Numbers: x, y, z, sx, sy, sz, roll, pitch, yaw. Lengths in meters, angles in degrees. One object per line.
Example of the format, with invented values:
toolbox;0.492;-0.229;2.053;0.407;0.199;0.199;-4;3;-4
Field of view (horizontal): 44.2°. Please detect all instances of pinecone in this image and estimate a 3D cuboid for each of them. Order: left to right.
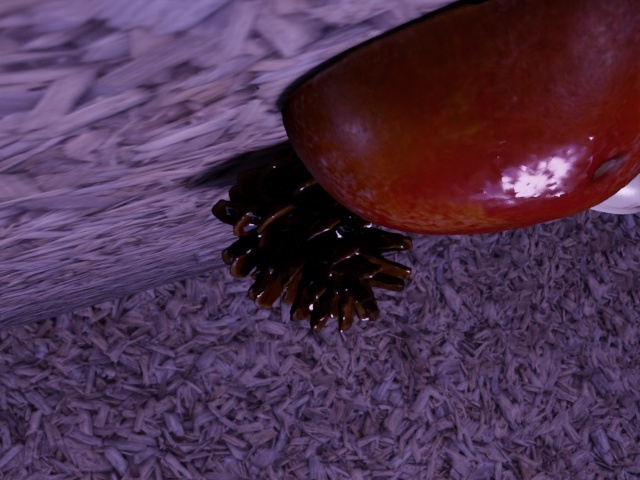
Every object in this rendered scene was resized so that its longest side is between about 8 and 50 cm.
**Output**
pinecone;0.000;0.000;0.797;0.208;0.208;0.208;-17;177;-1

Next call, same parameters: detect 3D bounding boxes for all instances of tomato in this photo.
tomato;0.138;-0.078;0.607;0.338;0.144;0.338;-15;175;-1

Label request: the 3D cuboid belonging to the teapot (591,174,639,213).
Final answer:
teapot;0.387;-0.127;1.043;0.204;0.139;0.298;23;-148;30
